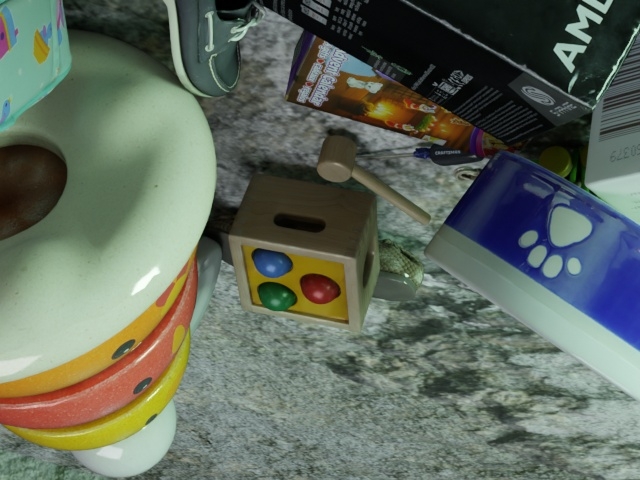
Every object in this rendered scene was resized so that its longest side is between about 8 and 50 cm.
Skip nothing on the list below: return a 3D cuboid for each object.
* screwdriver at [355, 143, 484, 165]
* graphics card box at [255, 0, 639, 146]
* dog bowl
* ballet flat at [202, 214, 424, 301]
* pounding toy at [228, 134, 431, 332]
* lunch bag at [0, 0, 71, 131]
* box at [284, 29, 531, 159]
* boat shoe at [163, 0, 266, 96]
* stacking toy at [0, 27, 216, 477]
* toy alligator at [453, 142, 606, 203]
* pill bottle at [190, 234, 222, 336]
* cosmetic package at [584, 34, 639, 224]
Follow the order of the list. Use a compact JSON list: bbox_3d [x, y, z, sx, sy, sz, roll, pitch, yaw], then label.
[{"bbox_3d":[0.076,-0.082,1.250,0.170,0.024,0.025,3,126,34],"label":"screwdriver"},{"bbox_3d":[-0.010,-0.185,0.754,0.371,0.094,0.233,31,178,-1],"label":"graphics card box"},{"bbox_3d":[0.218,0.042,1.057,0.265,0.104,0.265,34,-177,-2],"label":"dog bowl"},{"bbox_3d":[-0.009,0.010,1.457,0.250,0.058,0.084,11,154,13],"label":"ballet flat"},{"bbox_3d":[0.009,-0.002,1.298,0.181,0.094,0.206,11,144,12],"label":"pounding toy"},{"bbox_3d":[-0.329,-0.143,0.993,0.224,0.279,0.107,9,117,13],"label":"lunch bag"},{"bbox_3d":[0.103,-0.163,0.998,0.201,0.057,0.293,15,156,-8],"label":"box"},{"bbox_3d":[-0.077,-0.174,1.040,0.065,0.075,0.206,10,152,11],"label":"boat shoe"},{"bbox_3d":[-0.225,0.073,1.245,0.351,0.350,0.480,5,147,15],"label":"stacking toy"},{"bbox_3d":[0.207,-0.050,1.190,0.190,0.051,0.056,-8,161,25],"label":"toy alligator"},{"bbox_3d":[-0.242,0.019,1.445,0.246,0.136,0.136,23,158,9],"label":"pill bottle"},{"bbox_3d":[0.309,-0.077,0.980,0.151,0.151,0.184,-13,148,42],"label":"cosmetic package"}]
